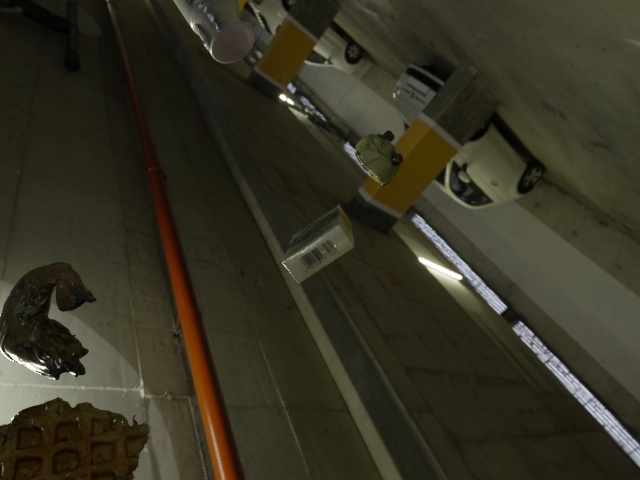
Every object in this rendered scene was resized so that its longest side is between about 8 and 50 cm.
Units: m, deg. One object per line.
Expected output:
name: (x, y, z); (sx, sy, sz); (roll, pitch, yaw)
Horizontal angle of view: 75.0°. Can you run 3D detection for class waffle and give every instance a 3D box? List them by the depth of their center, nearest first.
waffle: (-0.333, 0.338, 0.519); (0.301, 0.058, 0.282); (41, -142, 23)

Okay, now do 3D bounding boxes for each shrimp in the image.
shrimp: (-0.362, 0.103, 0.571); (0.254, 0.145, 0.059); (3, 159, 35)

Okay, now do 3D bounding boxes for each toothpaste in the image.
toothpaste: (-0.185, -0.367, 0.534); (0.323, 0.100, 0.066); (58, -168, 14)

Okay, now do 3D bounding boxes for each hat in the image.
hat: (0.095, -0.133, 0.652); (0.076, 0.059, 0.077); (38, -147, -24)

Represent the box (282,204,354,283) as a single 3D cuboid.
box: (0.000, 0.000, 1.075); (0.069, 0.164, 0.256); (54, -170, -11)
